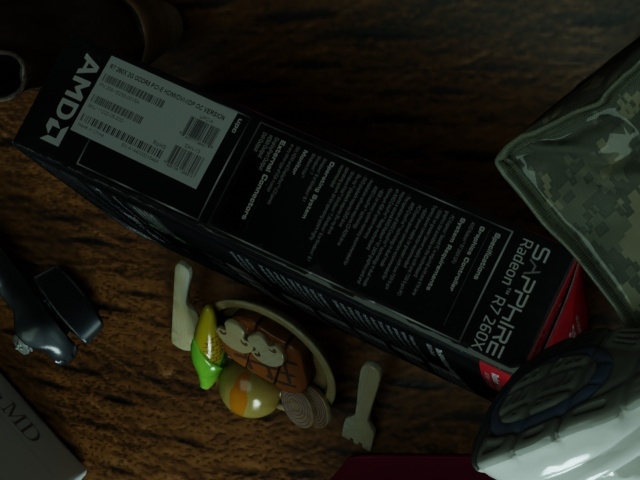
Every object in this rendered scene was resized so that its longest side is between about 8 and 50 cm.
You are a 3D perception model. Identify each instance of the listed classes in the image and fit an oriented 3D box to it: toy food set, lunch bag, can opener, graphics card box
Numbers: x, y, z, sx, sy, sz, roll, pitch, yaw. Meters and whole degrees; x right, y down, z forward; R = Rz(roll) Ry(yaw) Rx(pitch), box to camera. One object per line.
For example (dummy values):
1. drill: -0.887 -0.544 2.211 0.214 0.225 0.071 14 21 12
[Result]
1. toy food set: -0.045 0.101 1.096 0.192 0.038 0.132 26 143 16
2. lunch bag: 0.272 -0.004 0.817 0.169 0.235 0.287 -36 90 34
3. can opener: -0.269 0.032 1.207 0.186 0.073 0.059 45 159 10
4. graphics card box: 0.000 0.000 0.955 0.370 0.233 0.094 23 83 18

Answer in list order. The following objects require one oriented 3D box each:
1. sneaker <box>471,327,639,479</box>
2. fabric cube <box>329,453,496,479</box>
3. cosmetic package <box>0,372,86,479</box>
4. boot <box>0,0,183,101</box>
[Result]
1. sneaker: 0.219 0.088 0.695 0.297 0.111 0.129 -26 111 44
2. fabric cube: 0.100 0.321 0.999 0.259 0.258 0.254 -5 106 27
3. cosmetic package: -0.421 0.238 1.111 0.230 0.453 0.161 47 120 5
4. boot: -0.248 -0.156 1.035 0.248 0.207 0.090 9 111 28
